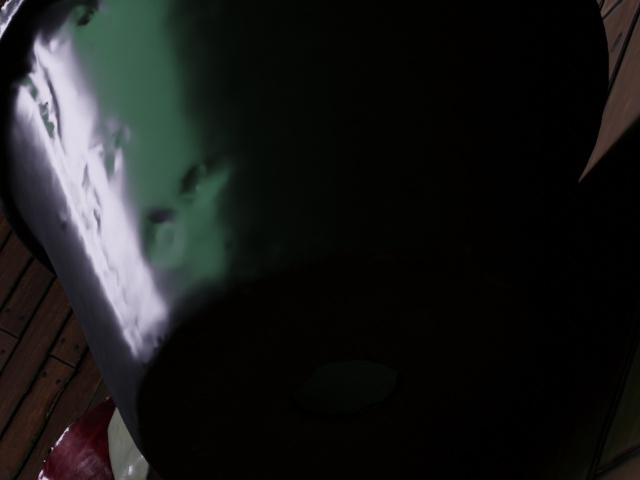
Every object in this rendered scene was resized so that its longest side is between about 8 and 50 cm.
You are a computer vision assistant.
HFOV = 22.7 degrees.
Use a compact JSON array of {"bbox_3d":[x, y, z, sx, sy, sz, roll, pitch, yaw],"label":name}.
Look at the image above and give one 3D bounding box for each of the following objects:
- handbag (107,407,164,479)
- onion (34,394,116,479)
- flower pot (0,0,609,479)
[{"bbox_3d":[-0.059,0.049,1.182,0.253,0.109,0.316,-53,4,20],"label":"handbag"},{"bbox_3d":[-0.187,0.230,1.350,0.151,0.098,0.206,-29,-27,-51],"label":"onion"},{"bbox_3d":[0.000,0.000,0.619,0.269,0.269,0.166,-55,30,34],"label":"flower pot"}]
